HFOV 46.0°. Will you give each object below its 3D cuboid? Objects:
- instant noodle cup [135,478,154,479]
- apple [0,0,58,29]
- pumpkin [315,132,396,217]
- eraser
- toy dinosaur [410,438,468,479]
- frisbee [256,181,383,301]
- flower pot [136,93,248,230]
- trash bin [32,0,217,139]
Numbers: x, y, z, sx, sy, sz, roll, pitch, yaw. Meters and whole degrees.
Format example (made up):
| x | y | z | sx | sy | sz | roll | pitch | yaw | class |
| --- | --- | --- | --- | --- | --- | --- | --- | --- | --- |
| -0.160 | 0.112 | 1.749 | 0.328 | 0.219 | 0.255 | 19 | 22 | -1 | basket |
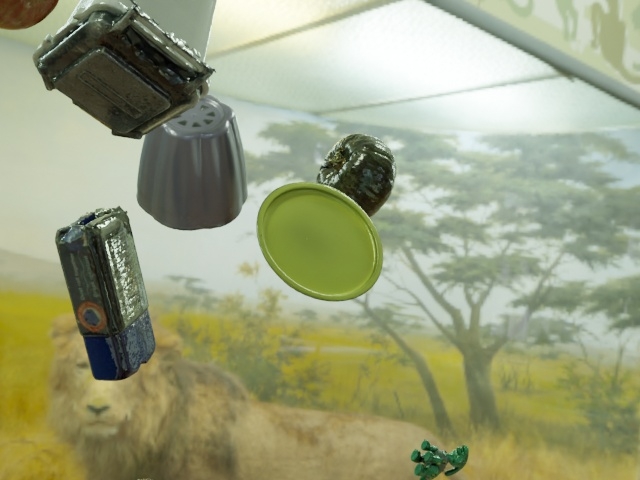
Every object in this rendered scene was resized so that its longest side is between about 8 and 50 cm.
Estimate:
| x | y | z | sx | sy | sz | roll | pitch | yaw | class |
| --- | --- | --- | --- | --- | --- | --- | --- | --- | --- |
| -0.327 | 0.704 | 1.696 | 0.340 | 0.339 | 0.266 | 6 | -12 | 22 | instant noodle cup |
| -0.418 | -0.351 | 0.994 | 0.131 | 0.146 | 0.146 | 2 | -5 | 37 | apple |
| 0.081 | -0.152 | 1.803 | 0.157 | 0.223 | 0.224 | 33 | -16 | -30 | pumpkin |
| -0.425 | 0.103 | 1.518 | 0.102 | 0.332 | 0.155 | -2 | 19 | 16 | eraser |
| 0.234 | 0.448 | 1.500 | 0.096 | 0.132 | 0.059 | 22 | 26 | -16 | toy dinosaur |
| 0.000 | 0.000 | 1.276 | 0.236 | 0.236 | 0.017 | 8 | -34 | -23 | frisbee |
| -0.296 | -0.191 | 1.728 | 0.265 | 0.265 | 0.243 | 7 | -45 | 0 | flower pot |
| -0.314 | -0.408 | 1.381 | 0.296 | 0.367 | 0.256 | -20 | -44 | 40 | trash bin |
